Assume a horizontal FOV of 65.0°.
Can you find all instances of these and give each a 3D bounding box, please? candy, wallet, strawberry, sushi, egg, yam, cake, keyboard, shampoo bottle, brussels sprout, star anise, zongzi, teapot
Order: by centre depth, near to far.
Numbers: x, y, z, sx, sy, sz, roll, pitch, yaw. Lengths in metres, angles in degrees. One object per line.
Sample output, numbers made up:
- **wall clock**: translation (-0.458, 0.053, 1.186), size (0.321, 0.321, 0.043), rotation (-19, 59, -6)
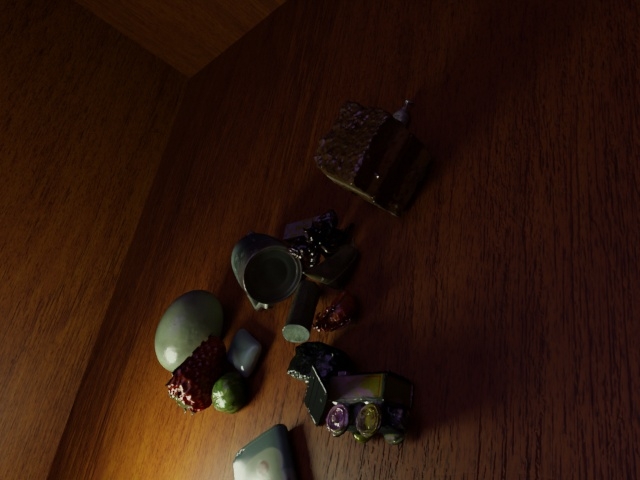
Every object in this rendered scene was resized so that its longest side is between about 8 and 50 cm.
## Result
- **keyboard**: translation (-0.013, 0.418, 1.401), size (0.041, 0.381, 0.103), rotation (-22, 59, -16)
- **wallet**: translation (-0.159, 0.771, 1.510), size (0.252, 0.083, 0.360), rotation (-39, 40, 19)
- **sushi**: translation (0.000, 0.378, 1.532), size (0.225, 0.124, 0.127), rotation (-3, 59, 52)
- **cake**: translation (0.173, -0.260, 1.618), size (0.255, 0.290, 0.282), rotation (-59, 37, 5)
- **strawberry**: translation (0.052, 0.240, 1.620), size (0.188, 0.082, 0.121), rotation (-48, 5, 39)
- **zongzi**: translation (0.041, 0.058, 1.657), size (0.081, 0.178, 0.188), rotation (28, 89, 47)
- **yam**: translation (-0.057, 0.228, 1.668), size (0.093, 0.093, 0.259), rotation (-38, 18, 28)
- **star anise**: translation (0.000, 0.000, 1.733), size (0.220, 0.190, 0.126), rotation (-55, 32, 10)
- **shampoo bottle**: translation (0.285, -0.436, 1.808), size (0.077, 0.045, 0.151), rotation (12, 78, 55)
- **brussels sprout**: translation (-0.334, 0.554, 1.832), size (0.155, 0.117, 0.155), rotation (-21, 52, 30)
- **candy**: translation (-0.291, 0.423, 1.904), size (0.174, 0.071, 0.138), rotation (22, 88, 55)
- **strawberry**: translation (-0.439, 0.536, 1.929), size (0.150, 0.253, 0.280), rotation (23, 44, 20)
- **teapot**: translation (-0.234, 0.122, 1.949), size (0.312, 0.234, 0.314), rotation (-146, 58, -61)
- **egg**: translation (-0.542, 0.373, 2.086), size (0.259, 0.259, 0.352), rotation (11, 75, 53)

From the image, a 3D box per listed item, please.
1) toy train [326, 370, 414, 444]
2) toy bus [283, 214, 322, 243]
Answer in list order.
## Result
- **toy train**: translation (0.127, 0.440, 1.335), size (0.261, 0.134, 0.177), rotation (-18, 53, 43)
- **toy bus**: translation (-0.047, -0.039, 1.918), size (0.226, 0.074, 0.081), rotation (-10, 59, 48)
